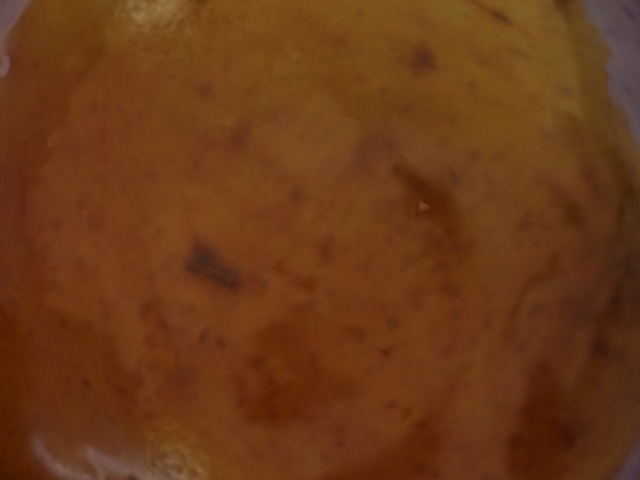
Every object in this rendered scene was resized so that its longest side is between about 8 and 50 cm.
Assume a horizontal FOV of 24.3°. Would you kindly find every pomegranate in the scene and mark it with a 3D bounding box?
[{"bbox_3d":[0.000,0.000,0.440,0.264,0.264,0.264,0,-102,-2],"label":"pomegranate"}]
